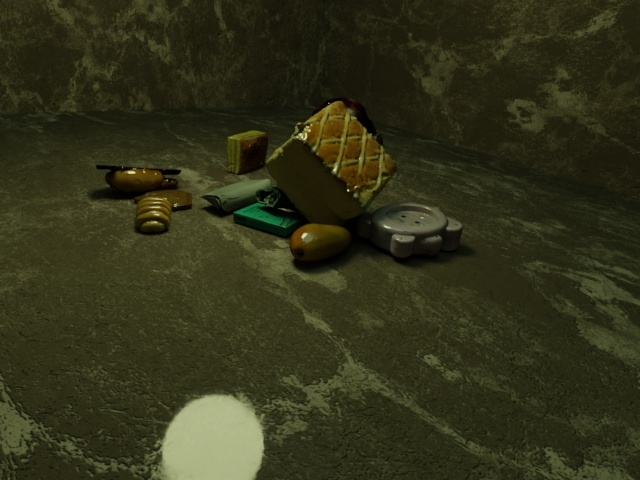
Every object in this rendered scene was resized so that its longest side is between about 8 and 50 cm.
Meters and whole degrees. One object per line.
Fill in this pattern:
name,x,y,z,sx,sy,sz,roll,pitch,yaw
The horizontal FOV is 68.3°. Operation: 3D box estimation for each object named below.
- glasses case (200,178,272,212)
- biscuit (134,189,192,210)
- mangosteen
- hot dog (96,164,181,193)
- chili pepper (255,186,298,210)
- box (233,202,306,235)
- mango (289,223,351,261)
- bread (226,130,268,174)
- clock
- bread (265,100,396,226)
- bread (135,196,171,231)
glasses case,-0.333,-0.182,1.897,0.128,0.083,0.308,15,26,32
biscuit,-0.612,-0.161,1.840,0.216,0.034,0.182,-1,25,-16
mangosteen,0.115,-0.518,2.447,0.381,0.421,0.381,-33,12,8
hot dog,-0.717,-0.239,1.889,0.326,0.107,0.194,0,8,-25
chili pepper,-0.104,-0.158,1.829,0.271,0.099,0.136,0,-11,-45
box,-0.186,-0.082,1.757,0.227,0.042,0.161,16,25,23
mango,0.000,0.000,1.542,0.253,0.113,0.139,-15,33,-43
bread,-0.354,-0.435,2.317,0.111,0.184,0.234,20,29,20
clock,0.317,-0.041,1.712,0.322,0.113,0.296,-15,32,-36
bread,0.040,-0.270,1.736,0.371,0.279,0.390,45,39,-6
bread,-0.580,-0.092,1.644,0.120,0.084,0.177,-2,30,-17
